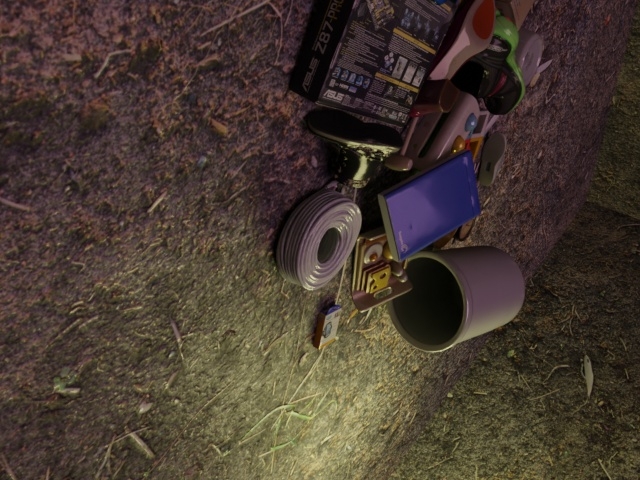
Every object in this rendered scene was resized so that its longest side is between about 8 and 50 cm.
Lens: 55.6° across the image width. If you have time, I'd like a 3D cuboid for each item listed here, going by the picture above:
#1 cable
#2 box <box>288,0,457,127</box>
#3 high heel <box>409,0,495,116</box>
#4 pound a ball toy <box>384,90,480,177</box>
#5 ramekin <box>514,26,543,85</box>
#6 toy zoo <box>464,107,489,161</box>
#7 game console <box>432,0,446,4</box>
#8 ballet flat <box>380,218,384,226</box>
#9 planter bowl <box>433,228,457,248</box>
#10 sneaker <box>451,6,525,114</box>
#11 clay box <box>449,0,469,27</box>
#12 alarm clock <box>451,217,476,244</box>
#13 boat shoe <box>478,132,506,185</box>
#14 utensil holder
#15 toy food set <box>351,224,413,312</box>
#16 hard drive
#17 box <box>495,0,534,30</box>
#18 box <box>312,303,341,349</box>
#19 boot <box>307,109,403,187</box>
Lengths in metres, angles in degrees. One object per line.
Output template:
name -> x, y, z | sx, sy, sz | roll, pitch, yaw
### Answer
cable -> 0.000, 0.000, 1.516 | 0.257, 0.089, 0.257 | -34, 139, -40
box -> 0.130, -0.435, 1.352 | 0.395, 0.097, 0.318 | -3, 122, -55
high heel -> 0.316, -0.492, 1.580 | 0.127, 0.181, 0.377 | 40, 73, -37
pound a ball toy -> 0.339, -0.292, 1.765 | 0.319, 0.135, 0.208 | -59, 150, -8
ramekin -> 0.657, -0.608, 2.033 | 0.207, 0.109, 0.207 | -37, 141, -37
toy zoo -> 0.496, -0.350, 2.063 | 0.293, 0.030, 0.192 | -17, 127, -50
game console -> 0.252, -0.713, 1.299 | 0.173, 0.250, 0.293 | -22, 137, 15
ballet flat -> 0.251, -0.046, 1.887 | 0.203, 0.074, 0.074 | 5, 109, -51
planter bowl -> 0.403, -0.087, 2.065 | 0.217, 0.090, 0.217 | -35, 139, -38
sneaker -> 0.487, -0.512, 1.831 | 0.202, 0.185, 0.483 | -37, 153, 9
clay box -> 0.379, -0.639, 1.603 | 0.222, 0.053, 0.127 | -40, 164, -32
alarm clock -> 0.551, -0.074, 2.328 | 0.192, 0.064, 0.129 | -33, 138, -37
boat shoe -> 0.654, -0.317, 2.298 | 0.081, 0.079, 0.227 | -46, 152, -43
utensil holder -> 0.471, 0.180, 2.077 | 0.385, 0.327, 0.328 | -6, 119, -42
toy food set -> 0.212, 0.068, 1.825 | 0.219, 0.092, 0.306 | -21, 136, -27
hard drive -> 0.316, -0.101, 1.723 | 0.318, 0.040, 0.210 | -29, 119, -23
box -> 0.580, -0.789, 1.762 | 0.311, 0.121, 0.148 | -62, 149, -2
box -> 0.021, 0.250, 1.807 | 0.081, 0.028, 0.136 | -19, 126, -50
boot -> 0.054, -0.206, 1.426 | 0.236, 0.085, 0.178 | 9, 145, -23
